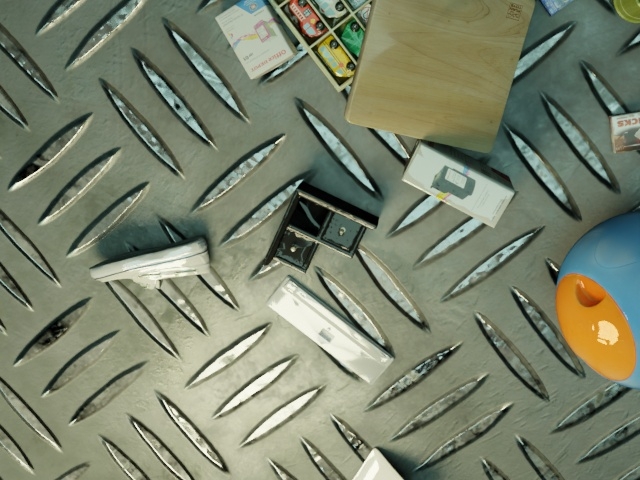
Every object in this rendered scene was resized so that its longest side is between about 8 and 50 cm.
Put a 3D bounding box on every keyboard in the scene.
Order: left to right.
[{"bbox_3d":[0.018,0.170,1.539,0.256,0.014,0.072,38,110,-3],"label":"keyboard"}]

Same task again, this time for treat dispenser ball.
[{"bbox_3d":[0.526,0.095,1.313,0.288,0.288,0.288,2,104,7],"label":"treat dispenser ball"}]

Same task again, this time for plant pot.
[{"bbox_3d":[0.517,-0.388,1.300,0.083,0.079,0.083,2,105,6],"label":"plant pot"}]

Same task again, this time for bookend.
[{"bbox_3d":[0.000,0.000,1.465,0.156,0.072,0.157,26,106,0],"label":"bookend"}]

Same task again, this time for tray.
[{"bbox_3d":[0.087,0.550,1.586,0.145,0.030,0.270,44,110,38],"label":"tray"}]

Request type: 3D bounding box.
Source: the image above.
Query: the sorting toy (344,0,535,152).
[{"bbox_3d":[0.182,-0.296,1.331,0.257,0.089,0.255,10,104,-16],"label":"sorting toy"}]

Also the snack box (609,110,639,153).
[{"bbox_3d":[0.580,-0.192,1.371,0.178,0.022,0.064,-9,101,9],"label":"snack box"}]

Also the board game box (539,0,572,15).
[{"bbox_3d":[0.389,-0.430,1.336,0.090,0.020,0.090,-36,97,13],"label":"board game box"}]

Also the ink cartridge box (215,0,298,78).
[{"bbox_3d":[-0.108,-0.350,1.401,0.088,0.052,0.122,-29,100,13],"label":"ink cartridge box"}]

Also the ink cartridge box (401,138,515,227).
[{"bbox_3d":[0.230,-0.105,1.382,0.175,0.127,0.072,27,108,1],"label":"ink cartridge box"}]

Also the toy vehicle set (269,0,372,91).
[{"bbox_3d":[0.017,-0.406,1.379,0.166,0.035,0.267,-37,97,14],"label":"toy vehicle set"}]

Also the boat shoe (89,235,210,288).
[{"bbox_3d":[-0.313,0.056,1.511,0.226,0.083,0.075,-13,101,9],"label":"boat shoe"}]
